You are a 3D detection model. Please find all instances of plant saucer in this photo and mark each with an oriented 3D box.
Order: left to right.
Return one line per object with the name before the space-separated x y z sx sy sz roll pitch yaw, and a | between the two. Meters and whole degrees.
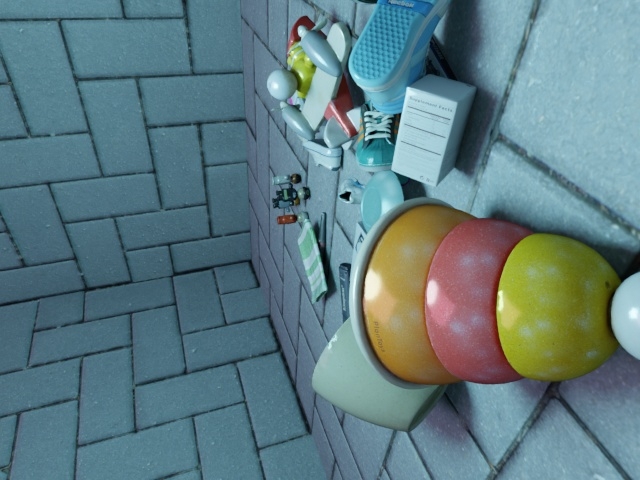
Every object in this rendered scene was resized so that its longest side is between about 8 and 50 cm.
plant saucer | 0.142 -0.085 1.125 0.195 0.038 0.194 180 90 -67

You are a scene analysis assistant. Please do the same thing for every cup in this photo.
cup | 0.179 0.332 1.123 0.237 0.331 0.330 36 139 30

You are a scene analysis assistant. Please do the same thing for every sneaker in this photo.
sneaker | -0.003 -0.313 1.618 0.258 0.094 0.091 -133 42 -59
sneaker | 0.089 -0.156 1.438 0.191 0.083 0.071 -141 42 -66
sneaker | 0.132 -0.264 1.035 0.302 0.108 0.120 -79 -18 -54
sneaker | 0.179 -0.400 0.888 0.127 0.318 0.208 33 179 23

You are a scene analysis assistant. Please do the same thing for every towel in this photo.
towel | -0.039 0.093 1.935 0.248 0.038 0.324 118 142 -66

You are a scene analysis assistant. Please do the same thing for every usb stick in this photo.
usb stick | 0.103 0.221 1.658 0.077 0.045 0.277 -145 48 -67

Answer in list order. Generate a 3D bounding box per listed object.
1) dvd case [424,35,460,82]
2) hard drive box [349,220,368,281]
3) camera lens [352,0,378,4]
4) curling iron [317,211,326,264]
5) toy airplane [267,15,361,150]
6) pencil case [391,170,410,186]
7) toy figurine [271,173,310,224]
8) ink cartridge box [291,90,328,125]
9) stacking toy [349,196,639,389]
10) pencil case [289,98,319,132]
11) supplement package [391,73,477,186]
dvd case | 0.219 -0.364 1.004 0.179 0.030 0.238 112 145 -59
hard drive box | 0.169 0.081 1.307 0.181 0.089 0.232 -120 26 -49
camera lens | 0.090 -0.656 0.933 0.219 0.220 0.274 105 150 -53
curling iron | 0.000 0.000 1.877 0.068 0.035 0.273 -121 27 -48
toy airplane | -0.016 -0.435 1.298 0.384 0.273 0.385 -128 33 -55
pencil case | 0.175 -0.201 1.174 0.151 0.065 0.070 63 142 45
toy figurine | -0.137 -0.192 2.043 0.209 0.148 0.212 -111 18 -49
ink cartridge box | -0.035 -0.487 1.598 0.063 0.110 0.150 125 132 -67
stacking toy | 0.308 0.101 0.662 0.480 0.351 0.349 3 103 54
pencil case | -0.068 -0.525 1.713 0.104 0.105 0.236 -162 62 -71
supplement package | 0.222 -0.219 0.886 0.105 0.105 0.179 26 133 24
